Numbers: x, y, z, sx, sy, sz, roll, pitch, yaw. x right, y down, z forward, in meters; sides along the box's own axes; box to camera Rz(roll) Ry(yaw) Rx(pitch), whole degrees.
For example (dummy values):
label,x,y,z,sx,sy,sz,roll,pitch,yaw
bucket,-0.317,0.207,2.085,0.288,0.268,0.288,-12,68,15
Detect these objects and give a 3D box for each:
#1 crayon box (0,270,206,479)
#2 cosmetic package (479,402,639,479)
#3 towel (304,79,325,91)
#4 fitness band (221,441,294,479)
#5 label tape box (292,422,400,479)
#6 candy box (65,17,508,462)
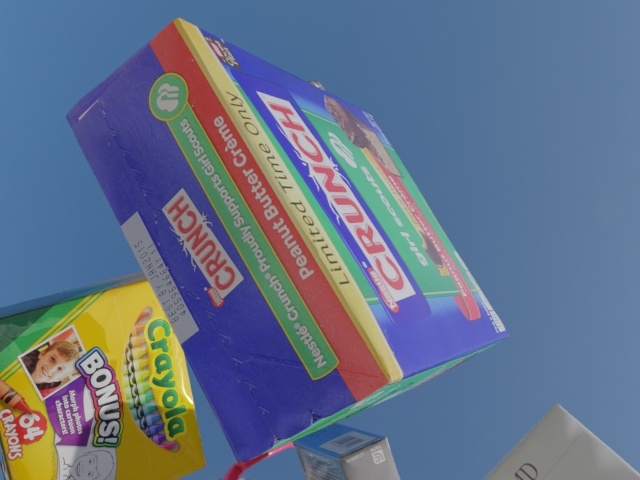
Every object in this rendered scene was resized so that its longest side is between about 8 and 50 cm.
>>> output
label,x,y,z,sx,sy,sz,roll,pitch,yaw
crayon box,-0.383,0.263,1.187,0.106,0.313,0.362,6,-72,56
cosmetic package,0.255,0.349,0.554,0.385,0.217,0.156,41,-39,20
towel,-0.039,-0.156,1.251,0.121,0.235,0.283,-33,-97,43
fitness band,-0.077,0.512,1.423,0.054,0.291,0.208,-39,-107,41
label tape box,0.080,0.526,1.319,0.106,0.241,0.333,-18,-90,-23
candy box,0.000,0.000,0.559,0.122,0.317,0.268,-36,-107,22
